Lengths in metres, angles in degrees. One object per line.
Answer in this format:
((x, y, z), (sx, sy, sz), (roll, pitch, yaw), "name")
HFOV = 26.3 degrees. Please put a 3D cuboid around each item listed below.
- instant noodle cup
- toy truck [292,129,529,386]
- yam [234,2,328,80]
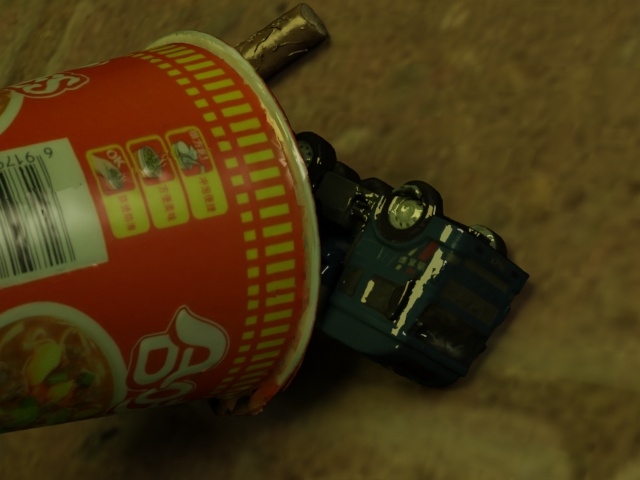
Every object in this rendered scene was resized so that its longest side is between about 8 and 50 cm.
((-0.137, 0.013, 0.609), (0.193, 0.212, 0.193), (23, 119, 49), "instant noodle cup")
((0.000, 0.000, 0.668), (0.201, 0.074, 0.088), (27, 86, 45), "toy truck")
((-0.061, -0.089, 0.802), (0.145, 0.032, 0.032), (-34, 47, 14), "yam")
